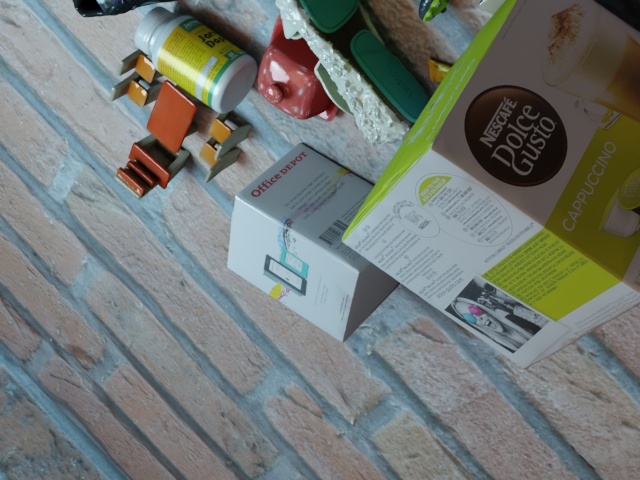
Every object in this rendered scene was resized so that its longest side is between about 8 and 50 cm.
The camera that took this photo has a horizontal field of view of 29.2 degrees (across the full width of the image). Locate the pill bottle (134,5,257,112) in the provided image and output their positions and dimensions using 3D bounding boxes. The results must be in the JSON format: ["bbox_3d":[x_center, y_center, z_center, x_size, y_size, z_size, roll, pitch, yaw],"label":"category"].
[{"bbox_3d":[-0.226,-0.328,2.194,0.208,0.117,0.117,35,140,15],"label":"pill bottle"}]

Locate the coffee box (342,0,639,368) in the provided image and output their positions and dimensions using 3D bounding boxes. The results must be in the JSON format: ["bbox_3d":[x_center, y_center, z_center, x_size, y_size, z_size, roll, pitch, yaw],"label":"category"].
[{"bbox_3d":[0.288,-0.089,1.665,0.334,0.337,0.338,34,153,-3],"label":"coffee box"}]

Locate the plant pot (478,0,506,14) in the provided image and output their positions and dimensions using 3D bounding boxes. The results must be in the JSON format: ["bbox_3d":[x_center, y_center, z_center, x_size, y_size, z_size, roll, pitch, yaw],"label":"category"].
[{"bbox_3d":[0.304,-0.352,1.704,0.096,0.109,0.109,40,142,-9],"label":"plant pot"}]

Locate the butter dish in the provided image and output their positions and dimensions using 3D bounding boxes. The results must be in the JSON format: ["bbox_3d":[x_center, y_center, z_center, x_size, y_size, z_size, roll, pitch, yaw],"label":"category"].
[{"bbox_3d":[-0.049,-0.271,2.079,0.160,0.118,0.160,35,141,14],"label":"butter dish"}]

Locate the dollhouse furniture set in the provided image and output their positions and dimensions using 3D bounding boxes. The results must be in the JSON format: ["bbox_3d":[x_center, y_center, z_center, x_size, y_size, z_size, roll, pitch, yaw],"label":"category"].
[{"bbox_3d":[-0.298,-0.203,2.352,0.262,0.135,0.259,41,141,8],"label":"dollhouse furniture set"}]

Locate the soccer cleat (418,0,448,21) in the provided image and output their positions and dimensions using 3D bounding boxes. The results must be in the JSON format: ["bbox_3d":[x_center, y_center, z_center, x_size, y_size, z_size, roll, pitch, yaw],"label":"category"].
[{"bbox_3d":[0.178,-0.405,1.811,0.072,0.060,0.179,43,136,20],"label":"soccer cleat"}]

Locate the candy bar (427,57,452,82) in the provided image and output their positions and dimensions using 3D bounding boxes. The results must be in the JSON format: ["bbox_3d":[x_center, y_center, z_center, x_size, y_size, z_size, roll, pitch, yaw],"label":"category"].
[{"bbox_3d":[0.236,-0.248,1.918,0.161,0.018,0.040,21,138,28],"label":"candy bar"}]

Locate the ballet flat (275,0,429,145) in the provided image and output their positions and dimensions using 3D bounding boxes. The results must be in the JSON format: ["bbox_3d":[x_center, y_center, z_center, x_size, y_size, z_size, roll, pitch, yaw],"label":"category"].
[{"bbox_3d":[0.017,-0.317,1.956,0.147,0.147,0.409,-23,105,50],"label":"ballet flat"}]

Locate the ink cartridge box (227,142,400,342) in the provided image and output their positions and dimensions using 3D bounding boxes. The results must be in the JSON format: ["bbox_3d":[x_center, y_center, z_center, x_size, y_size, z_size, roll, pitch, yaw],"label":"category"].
[{"bbox_3d":[0.000,0.000,2.204,0.270,0.198,0.197,32,140,19],"label":"ink cartridge box"}]

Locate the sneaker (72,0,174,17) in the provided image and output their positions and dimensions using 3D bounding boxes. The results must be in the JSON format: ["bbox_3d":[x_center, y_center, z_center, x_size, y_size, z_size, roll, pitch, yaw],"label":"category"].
[{"bbox_3d":[-0.329,-0.445,2.182,0.283,0.124,0.107,-6,118,45],"label":"sneaker"}]
